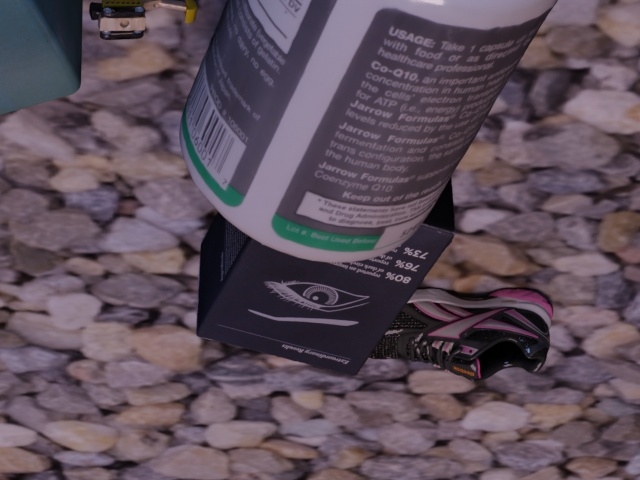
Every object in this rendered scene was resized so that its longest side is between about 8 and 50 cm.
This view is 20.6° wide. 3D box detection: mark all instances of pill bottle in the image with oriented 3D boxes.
[{"bbox_3d":[0.047,-0.168,1.208,0.204,0.204,0.361,13,136,-15],"label":"pill bottle"}]

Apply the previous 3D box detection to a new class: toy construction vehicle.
[{"bbox_3d":[-0.136,-0.194,1.301,0.098,0.035,0.086,-6,131,-17],"label":"toy construction vehicle"}]

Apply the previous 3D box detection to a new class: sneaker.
[{"bbox_3d":[0.122,0.090,1.590,0.178,0.077,0.072,-8,136,9],"label":"sneaker"}]

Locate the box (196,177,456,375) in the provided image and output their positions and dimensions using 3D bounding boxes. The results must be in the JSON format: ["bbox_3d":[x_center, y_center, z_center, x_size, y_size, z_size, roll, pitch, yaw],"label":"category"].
[{"bbox_3d":[0.000,0.000,1.465,0.153,0.108,0.207,16,136,-18],"label":"box"}]

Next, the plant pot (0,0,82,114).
[{"bbox_3d":[-0.262,-0.196,1.213,0.165,0.165,0.234,-14,145,14],"label":"plant pot"}]
